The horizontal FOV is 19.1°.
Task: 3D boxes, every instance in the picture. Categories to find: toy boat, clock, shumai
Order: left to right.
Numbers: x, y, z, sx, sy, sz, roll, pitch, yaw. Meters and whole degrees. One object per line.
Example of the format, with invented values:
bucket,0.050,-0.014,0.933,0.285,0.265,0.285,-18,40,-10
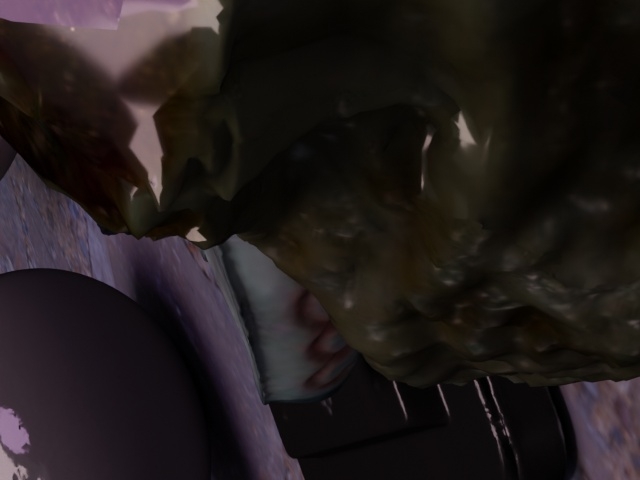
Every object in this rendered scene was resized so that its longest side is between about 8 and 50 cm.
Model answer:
toy boat,-0.016,-0.024,0.732,0.208,0.079,0.134,79,171,-55
clock,-0.001,0.000,0.874,0.273,0.049,0.279,69,161,5
shumai,0.003,-0.058,0.544,0.261,0.222,0.225,90,165,-57

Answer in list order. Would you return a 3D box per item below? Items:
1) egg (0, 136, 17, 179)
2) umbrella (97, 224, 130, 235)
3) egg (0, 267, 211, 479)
egg,-0.292,-0.106,1.400,0.271,0.161,0.206,-50,19,31
umbrella,-0.141,-0.121,1.113,0.071,0.071,0.248,25,132,64
egg,-0.161,0.123,1.226,0.232,0.176,0.176,47,151,30
